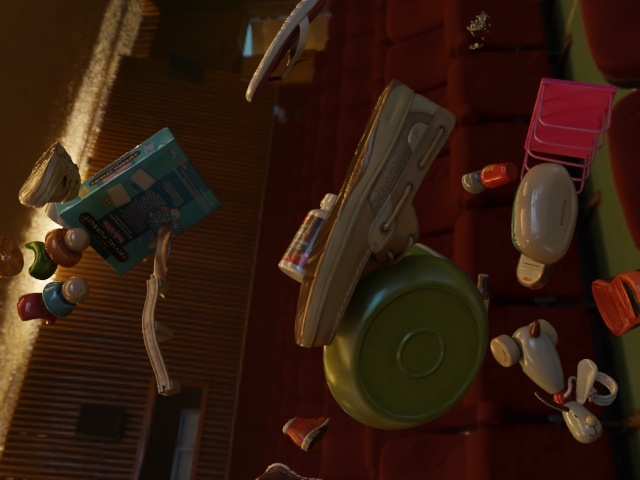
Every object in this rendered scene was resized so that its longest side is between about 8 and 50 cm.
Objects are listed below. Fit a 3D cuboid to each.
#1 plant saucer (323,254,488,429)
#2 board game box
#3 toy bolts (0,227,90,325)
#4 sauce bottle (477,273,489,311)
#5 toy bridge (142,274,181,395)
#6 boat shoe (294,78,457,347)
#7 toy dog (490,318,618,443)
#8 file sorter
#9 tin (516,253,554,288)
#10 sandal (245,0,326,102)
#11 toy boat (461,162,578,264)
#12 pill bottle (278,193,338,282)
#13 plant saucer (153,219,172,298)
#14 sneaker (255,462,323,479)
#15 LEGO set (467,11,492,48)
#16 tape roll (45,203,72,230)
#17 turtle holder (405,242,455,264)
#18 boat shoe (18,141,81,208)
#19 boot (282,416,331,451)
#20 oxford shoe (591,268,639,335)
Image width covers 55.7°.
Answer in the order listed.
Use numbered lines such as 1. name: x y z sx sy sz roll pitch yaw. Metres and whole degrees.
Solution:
1. plant saucer: 0.122 0.139 0.777 0.037 0.240 0.241 -148 53 -66
2. board game box: -0.464 -0.097 1.579 0.079 0.336 0.254 50 173 46
3. toy bolts: -0.627 0.066 1.390 0.218 0.158 0.229 27 -140 -66
4. sauce bottle: 0.410 0.149 1.545 0.042 0.042 0.128 -60 -25 -72
5. toy bridge: -0.248 0.138 0.925 0.063 0.026 0.188 58 -163 -65
6. boat shoe: 0.068 -0.023 0.719 0.121 0.110 0.341 152 142 -79
7. toy dog: 0.591 0.323 1.517 0.220 0.333 0.161 -43 -25 -23
8. file sorter: 0.720 -0.298 1.789 0.291 0.202 0.182 79 -153 -57
9. tin: 0.629 0.046 1.756 0.106 0.040 0.190 19 93 65
10. sandal: -0.071 -0.560 1.726 0.416 0.102 0.169 -57 5 -3
11. toy boat: 0.507 -0.101 1.521 0.148 0.318 0.268 -11 54 59
12. pill bottle: 0.000 0.000 2.158 0.319 0.176 0.176 -60 -17 -12
13. plant saucer: -0.396 0.046 1.515 0.198 0.036 0.199 -174 90 -75
14. sneaker: -0.081 0.733 1.704 0.162 0.281 0.107 -9 -77 -54
15. LEGO set: 0.327 -0.439 1.255 0.023 0.054 0.083 18 -115 -49
16. tape roll: -0.651 -0.075 1.705 0.072 0.219 0.219 -63 -5 10
17. turtle holder: 0.145 0.113 1.136 0.227 0.320 0.243 -18 -56 -57
18. boat shoe: -0.529 -0.121 1.225 0.096 0.098 0.277 44 -171 -27
19. boot: -0.030 0.446 1.451 0.059 0.084 0.158 -68 -21 6
20. oxford shoe: 0.511 0.092 0.968 0.271 0.098 0.097 42 -152 -77
